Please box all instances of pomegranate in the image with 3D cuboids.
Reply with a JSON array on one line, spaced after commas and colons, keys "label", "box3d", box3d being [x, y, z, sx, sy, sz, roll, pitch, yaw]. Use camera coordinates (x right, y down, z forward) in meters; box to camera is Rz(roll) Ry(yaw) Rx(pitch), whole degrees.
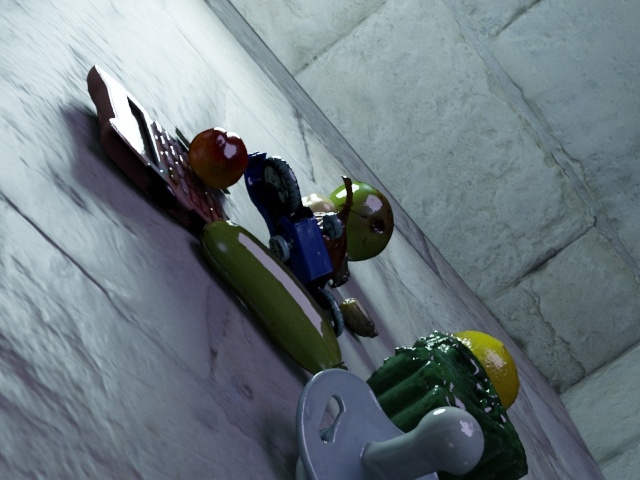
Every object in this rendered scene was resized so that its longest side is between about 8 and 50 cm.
[{"label": "pomegranate", "box3d": [0.065, -0.033, 2.068, 0.179, 0.210, 0.179, 16, 61, -31]}]

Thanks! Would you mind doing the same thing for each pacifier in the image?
[{"label": "pacifier", "box3d": [0.096, 0.274, 1.106, 0.287, 0.226, 0.238, 49, 31, -12]}]

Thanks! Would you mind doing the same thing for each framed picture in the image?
[{"label": "framed picture", "box3d": [-0.201, -0.133, 1.544, 0.142, 0.011, 0.183, 51, -2, -8]}]

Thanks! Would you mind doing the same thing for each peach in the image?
[{"label": "peach", "box3d": [-0.157, -0.126, 1.405, 0.101, 0.101, 0.101, 50, 12, -15]}]

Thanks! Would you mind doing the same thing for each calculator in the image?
[{"label": "calculator", "box3d": [-0.235, -0.110, 1.374, 0.330, 0.048, 0.220, 45, 13, -43]}]

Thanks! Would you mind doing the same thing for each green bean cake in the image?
[{"label": "green bean cake", "box3d": [0.209, 0.289, 1.617, 0.308, 0.169, 0.300, 41, 17, -39]}]

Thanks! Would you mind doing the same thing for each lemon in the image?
[{"label": "lemon", "box3d": [0.342, 0.302, 2.023, 0.231, 0.192, 0.192, 57, 11, -12]}]

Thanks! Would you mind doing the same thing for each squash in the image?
[{"label": "squash", "box3d": [-0.055, 0.101, 1.349, 0.341, 0.094, 0.094, 49, 12, -7]}]

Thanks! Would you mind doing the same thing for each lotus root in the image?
[{"label": "lotus root", "box3d": [0.075, 0.155, 1.769, 0.099, 0.049, 0.054, 50, 4, -12]}]

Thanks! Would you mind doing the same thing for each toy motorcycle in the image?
[{"label": "toy motorcycle", "box3d": [-0.046, 0.007, 1.449, 0.169, 0.113, 0.315, 2, -67, 64]}]

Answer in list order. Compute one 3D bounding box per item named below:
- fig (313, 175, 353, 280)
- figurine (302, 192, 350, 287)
[{"label": "fig", "box3d": [0.012, -0.017, 1.683, 0.134, 0.201, 0.146, 45, 5, 8]}, {"label": "figurine", "box3d": [0.000, 0.000, 1.867, 0.114, 0.108, 0.196, -51, 122, -68]}]
